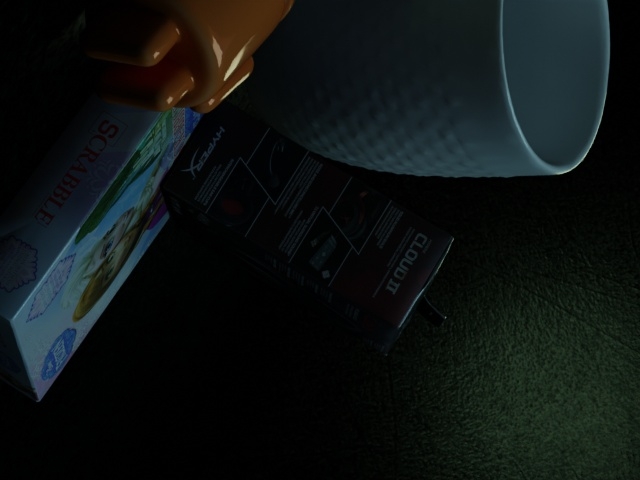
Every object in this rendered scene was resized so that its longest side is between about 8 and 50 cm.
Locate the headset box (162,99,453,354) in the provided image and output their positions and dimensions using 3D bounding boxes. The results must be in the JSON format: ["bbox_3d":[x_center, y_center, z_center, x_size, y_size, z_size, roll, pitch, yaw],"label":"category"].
[{"bbox_3d":[0.000,0.000,1.696,0.110,0.293,0.218,-58,176,-9],"label":"headset box"}]

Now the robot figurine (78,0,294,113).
[{"bbox_3d":[-0.098,-0.192,1.337,0.128,0.158,0.219,-31,-163,50],"label":"robot figurine"}]

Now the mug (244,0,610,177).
[{"bbox_3d":[0.073,-0.224,1.724,0.374,0.328,0.276,44,54,-51],"label":"mug"}]

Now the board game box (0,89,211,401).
[{"bbox_3d":[-0.207,-0.026,1.584,0.318,0.066,0.319,-56,174,-17],"label":"board game box"}]
